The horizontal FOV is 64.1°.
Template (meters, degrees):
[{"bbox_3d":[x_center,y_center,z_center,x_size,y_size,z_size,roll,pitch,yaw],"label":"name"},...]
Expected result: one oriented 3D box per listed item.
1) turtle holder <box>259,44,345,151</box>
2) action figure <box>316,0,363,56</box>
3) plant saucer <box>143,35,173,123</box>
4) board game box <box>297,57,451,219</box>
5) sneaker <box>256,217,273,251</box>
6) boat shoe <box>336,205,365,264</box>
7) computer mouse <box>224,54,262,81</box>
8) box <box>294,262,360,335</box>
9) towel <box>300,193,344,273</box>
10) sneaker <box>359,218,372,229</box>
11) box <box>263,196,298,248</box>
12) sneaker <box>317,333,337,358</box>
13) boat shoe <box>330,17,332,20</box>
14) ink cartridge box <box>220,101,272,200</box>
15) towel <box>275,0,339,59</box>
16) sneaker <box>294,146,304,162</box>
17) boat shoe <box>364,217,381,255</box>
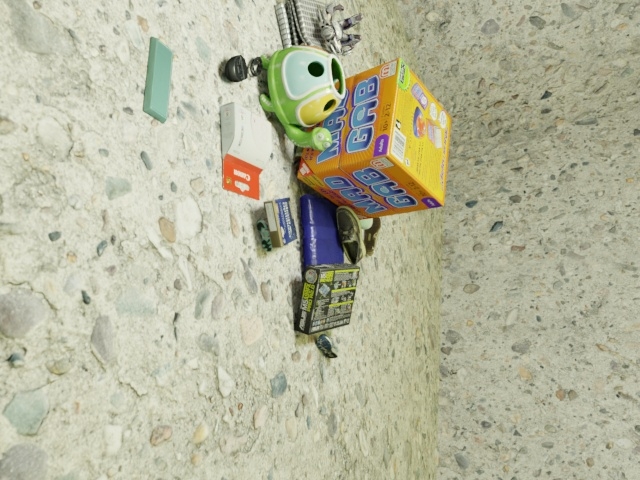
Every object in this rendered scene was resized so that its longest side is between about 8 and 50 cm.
[{"bbox_3d":[-0.050,-0.465,1.615,0.243,0.227,0.320,49,41,-51],"label":"turtle holder"},{"bbox_3d":[0.073,-0.759,1.838,0.285,0.099,0.185,-45,126,-58],"label":"action figure"},{"bbox_3d":[-0.366,-0.368,1.166,0.067,0.018,0.192,29,57,-60],"label":"plant saucer"},{"bbox_3d":[0.195,-0.320,1.742,0.356,0.356,0.357,31,61,-43],"label":"board game box"},{"bbox_3d":[-0.149,-0.020,1.507,0.069,0.038,0.098,-40,119,-60],"label":"sneaker"},{"bbox_3d":[0.105,-0.014,1.814,0.073,0.080,0.224,-60,137,-52],"label":"boat shoe"},{"bbox_3d":[-0.224,-0.505,1.490,0.242,0.041,0.071,-56,142,-64],"label":"computer mouse"},{"bbox_3d":[0.029,0.187,1.697,0.270,0.060,0.216,0,101,-58],"label":"box"},{"bbox_3d":[0.000,0.000,1.790,0.227,0.076,0.308,6,78,-57],"label":"towel"},{"bbox_3d":[0.161,-0.184,2.146,0.151,0.094,0.256,19,65,-59],"label":"sneaker"},{"bbox_3d":[-0.113,-0.059,1.543,0.225,0.036,0.137,-36,116,-78],"label":"box"},{"bbox_3d":[0.022,0.355,1.769,0.135,0.052,0.058,67,19,-45],"label":"sneaker"},{"bbox_3d":[0.030,-0.779,2.040,0.095,0.079,0.255,-7,90,-65],"label":"boat shoe"},{"bbox_3d":[-0.203,-0.246,1.438,0.189,0.066,0.233,14,67,-64],"label":"ink cartridge box"},{"bbox_3d":[-0.034,-0.743,1.848,0.283,0.121,0.235,-30,110,-63],"label":"towel"},{"bbox_3d":[-0.025,-0.303,1.811,0.192,0.064,0.086,22,68,-58],"label":"sneaker"},{"bbox_3d":[0.232,-0.018,2.298,0.072,0.068,0.190,67,37,-56],"label":"boat shoe"}]
